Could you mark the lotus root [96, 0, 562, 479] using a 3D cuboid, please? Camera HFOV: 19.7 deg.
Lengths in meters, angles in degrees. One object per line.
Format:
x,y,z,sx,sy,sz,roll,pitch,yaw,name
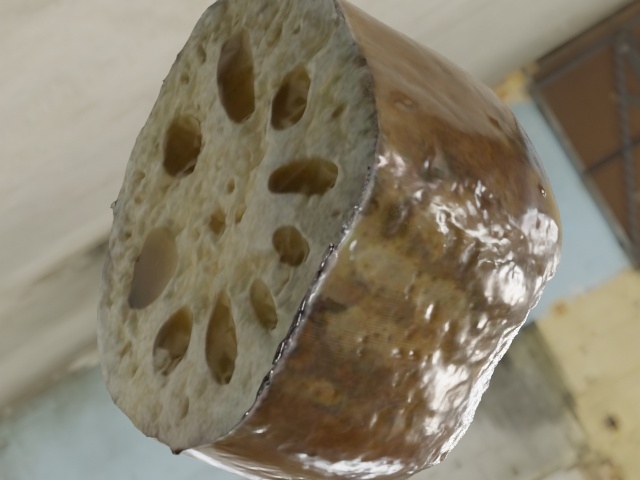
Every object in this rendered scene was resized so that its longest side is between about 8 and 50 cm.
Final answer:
-0.002,-0.001,0.470,0.081,0.112,0.122,14,108,-39,lotus root
